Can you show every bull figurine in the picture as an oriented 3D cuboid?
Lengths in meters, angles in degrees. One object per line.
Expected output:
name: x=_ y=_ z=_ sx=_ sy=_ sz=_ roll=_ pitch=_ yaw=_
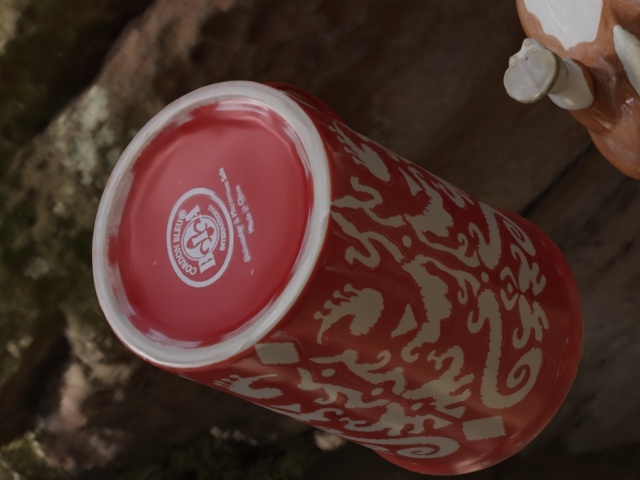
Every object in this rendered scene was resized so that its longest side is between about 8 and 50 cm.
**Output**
bull figurine: x=0.144 y=-0.108 z=0.573 sx=0.101 sy=0.310 sz=0.188 roll=-38 pitch=-37 yaw=22

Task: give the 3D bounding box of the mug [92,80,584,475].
mug: x=-0.003 y=0.009 z=0.447 sx=0.169 sy=0.150 sz=0.113 roll=26 pitch=-84 yaw=-54
